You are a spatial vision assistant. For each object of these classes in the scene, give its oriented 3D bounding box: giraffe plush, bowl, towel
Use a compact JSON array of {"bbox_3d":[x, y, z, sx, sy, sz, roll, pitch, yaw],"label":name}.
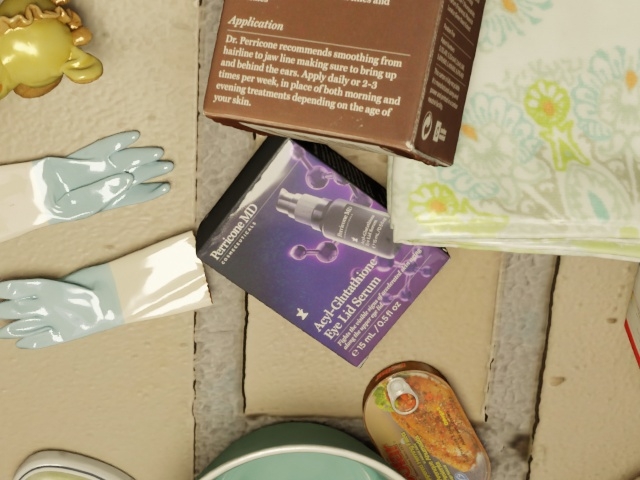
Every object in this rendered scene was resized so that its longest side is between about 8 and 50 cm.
[{"bbox_3d":[-0.304,-0.170,0.954,0.171,0.210,0.181,-30,106,-25],"label":"giraffe plush"},{"bbox_3d":[-0.025,0.320,1.117,0.312,0.163,0.311,-1,109,-3],"label":"bowl"},{"bbox_3d":[0.227,-0.167,0.953,0.321,0.090,0.374,3,87,-1],"label":"towel"}]

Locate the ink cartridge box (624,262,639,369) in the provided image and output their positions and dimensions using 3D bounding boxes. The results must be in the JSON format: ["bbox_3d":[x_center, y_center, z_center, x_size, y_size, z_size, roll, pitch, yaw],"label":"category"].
[{"bbox_3d":[0.396,0.074,1.076,0.134,0.078,0.231,-12,147,0],"label":"ink cartridge box"}]

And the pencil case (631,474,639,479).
[{"bbox_3d":[0.440,0.287,1.141,0.410,0.183,0.160,-40,74,8],"label":"pencil case"}]

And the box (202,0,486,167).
[{"bbox_3d":[0.044,-0.265,0.868,0.191,0.143,0.381,13,93,21],"label":"box"}]

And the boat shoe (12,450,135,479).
[{"bbox_3d":[-0.212,0.345,1.148,0.302,0.094,0.109,39,101,-14],"label":"boat shoe"}]

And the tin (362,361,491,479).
[{"bbox_3d":[0.117,0.221,1.162,0.106,0.040,0.189,-28,107,1],"label":"tin"}]

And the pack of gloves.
[{"bbox_3d":[-0.247,-0.001,1.073,0.232,0.046,0.195,-14,97,-2],"label":"pack of gloves"}]

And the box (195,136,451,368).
[{"bbox_3d":[0.000,0.000,1.044,0.207,0.108,0.153,34,103,-14],"label":"box"}]
